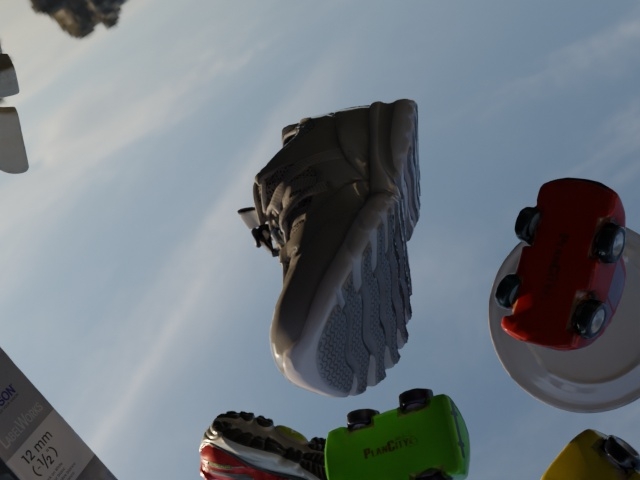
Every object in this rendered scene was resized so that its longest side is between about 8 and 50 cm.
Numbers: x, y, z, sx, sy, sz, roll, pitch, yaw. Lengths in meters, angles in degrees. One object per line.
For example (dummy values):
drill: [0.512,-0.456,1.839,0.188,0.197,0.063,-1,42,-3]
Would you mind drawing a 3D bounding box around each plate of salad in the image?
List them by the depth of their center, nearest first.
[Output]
plate of salad: [0.271,0.077,0.982,0.200,0.200,0.048,-33,176,-1]

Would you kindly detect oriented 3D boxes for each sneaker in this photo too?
sneaker: [0.000,0.000,0.610,0.115,0.105,0.281,-1,-151,12]
sneaker: [-0.031,0.324,1.269,0.107,0.279,0.118,-54,168,-66]

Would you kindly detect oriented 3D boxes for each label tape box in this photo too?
label tape box: [-0.419,0.264,1.128,0.249,0.347,0.115,-30,-164,31]

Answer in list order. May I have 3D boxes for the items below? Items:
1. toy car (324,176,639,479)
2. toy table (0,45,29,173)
toy car: [0.102,0.106,0.554,0.225,0.053,0.239,-25,-119,32]
toy table: [-0.396,-0.172,0.953,0.161,0.252,0.274,-13,-142,-18]
